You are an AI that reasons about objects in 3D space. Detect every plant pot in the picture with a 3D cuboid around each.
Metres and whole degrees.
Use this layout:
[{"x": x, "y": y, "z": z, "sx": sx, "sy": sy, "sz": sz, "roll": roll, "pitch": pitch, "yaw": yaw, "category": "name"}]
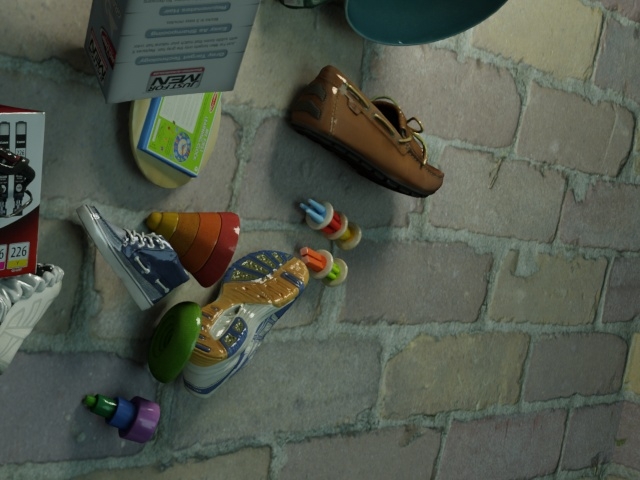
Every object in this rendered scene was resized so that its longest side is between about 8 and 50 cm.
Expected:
[{"x": 0.157, "y": -0.476, "z": 2.208, "sx": 0.290, "sy": 0.290, "sz": 0.195, "roll": 24, "pitch": 45, "yaw": -54, "category": "plant pot"}]

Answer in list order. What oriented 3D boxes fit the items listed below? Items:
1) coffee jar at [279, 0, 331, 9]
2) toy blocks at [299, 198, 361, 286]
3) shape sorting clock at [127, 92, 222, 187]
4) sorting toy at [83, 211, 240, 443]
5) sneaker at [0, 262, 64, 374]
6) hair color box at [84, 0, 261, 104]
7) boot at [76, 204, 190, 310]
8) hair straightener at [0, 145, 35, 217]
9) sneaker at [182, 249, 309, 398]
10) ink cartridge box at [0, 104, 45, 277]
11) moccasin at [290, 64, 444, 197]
[{"x": -0.024, "y": -0.452, "z": 2.095, "sx": 0.096, "sy": 0.079, "sz": 0.184, "roll": -28, "pitch": 124, "yaw": -38, "category": "coffee jar"}, {"x": 0.000, "y": 0.000, "z": 2.303, "sx": 0.148, "sy": 0.054, "sz": 0.123, "roll": 35, "pitch": 73, "yaw": -53, "category": "toy blocks"}, {"x": -0.208, "y": -0.178, "z": 1.973, "sx": 0.206, "sy": 0.040, "sz": 0.206, "roll": -18, "pitch": 112, "yaw": -52, "category": "shape sorting clock"}, {"x": -0.244, "y": 0.105, "z": 1.998, "sx": 0.126, "sy": 0.127, "sz": 0.366, "roll": 26, "pitch": 82, "yaw": -24, "category": "sorting toy"}, {"x": -0.402, "y": 0.097, "z": 1.696, "sx": 0.292, "sy": 0.110, "sz": 0.118, "roll": -46, "pitch": 140, "yaw": -70, "category": "sneaker"}, {"x": -0.168, "y": -0.344, "z": 1.711, "sx": 0.185, "sy": 0.114, "sz": 0.374, "roll": -9, "pitch": 145, "yaw": -26, "category": "hair color box"}, {"x": -0.259, "y": 0.006, "z": 1.909, "sx": 0.086, "sy": 0.069, "sz": 0.190, "roll": -34, "pitch": 127, "yaw": -6, "category": "boot"}, {"x": -0.400, "y": -0.083, "z": 1.530, "sx": 0.230, "sy": 0.047, "sz": 0.089, "roll": 36, "pitch": 70, "yaw": -55, "category": "hair straightener"}, {"x": -0.128, "y": 0.127, "z": 2.156, "sx": 0.296, "sy": 0.112, "sz": 0.131, "roll": -42, "pitch": 156, "yaw": -43, "category": "sneaker"}, {"x": -0.475, "y": -0.088, "z": 1.567, "sx": 0.309, "sy": 0.130, "sz": 0.272, "roll": -9, "pitch": 108, "yaw": -51, "category": "ink cartridge box"}, {"x": 0.097, "y": -0.181, "z": 2.320, "sx": 0.380, "sy": 0.139, "sz": 0.147, "roll": 30, "pitch": 86, "yaw": -44, "category": "moccasin"}]
